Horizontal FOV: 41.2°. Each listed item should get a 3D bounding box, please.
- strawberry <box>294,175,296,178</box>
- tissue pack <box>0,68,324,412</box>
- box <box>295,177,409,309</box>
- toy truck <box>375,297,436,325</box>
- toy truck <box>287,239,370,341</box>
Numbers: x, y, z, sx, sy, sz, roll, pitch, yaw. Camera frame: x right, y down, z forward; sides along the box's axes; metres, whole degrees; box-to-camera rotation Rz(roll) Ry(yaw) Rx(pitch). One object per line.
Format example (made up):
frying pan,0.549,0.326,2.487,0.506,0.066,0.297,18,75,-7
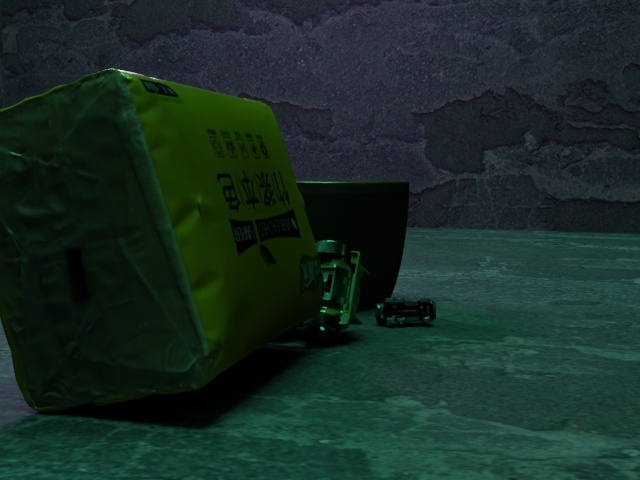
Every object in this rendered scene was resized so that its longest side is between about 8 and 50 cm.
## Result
strawberry,-0.113,-0.030,1.717,0.250,0.238,0.288,-15,47,-39
tissue pack,-0.162,-0.006,0.926,0.228,0.293,0.382,-16,0,15
box,0.000,0.000,1.439,0.301,0.216,0.301,1,3,0
toy truck,0.122,0.104,1.235,0.083,0.039,0.044,-2,-9,-8
toy truck,-0.058,0.080,1.187,0.259,0.128,0.135,1,-21,24
